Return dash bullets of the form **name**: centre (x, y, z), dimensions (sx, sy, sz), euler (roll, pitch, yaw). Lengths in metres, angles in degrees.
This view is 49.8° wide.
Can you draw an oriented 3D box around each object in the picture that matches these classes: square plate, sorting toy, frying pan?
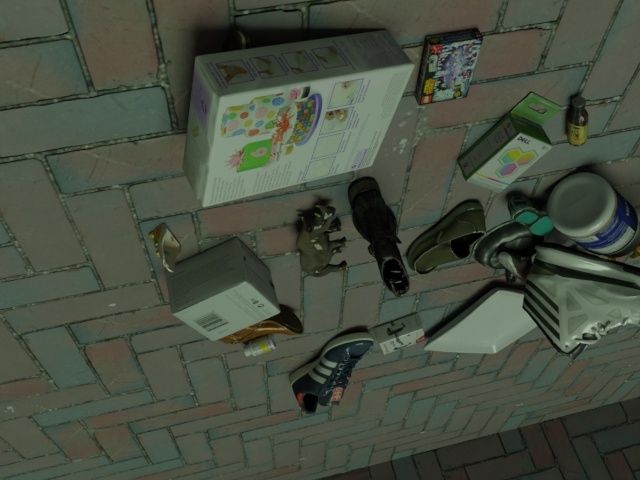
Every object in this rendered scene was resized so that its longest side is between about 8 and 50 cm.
- **square plate**: centre (0.538, 0.247, 2.132), dimensions (0.344, 0.049, 0.347), euler (9, 139, -36)
- **sorting toy**: centre (-0.308, 0.022, 1.372), dimensions (0.045, 0.075, 0.083), euler (-19, 147, 2)
- **frying pan**: centre (0.482, 0.053, 1.820), dimensions (0.197, 0.053, 0.326), euler (-8, 143, -13)

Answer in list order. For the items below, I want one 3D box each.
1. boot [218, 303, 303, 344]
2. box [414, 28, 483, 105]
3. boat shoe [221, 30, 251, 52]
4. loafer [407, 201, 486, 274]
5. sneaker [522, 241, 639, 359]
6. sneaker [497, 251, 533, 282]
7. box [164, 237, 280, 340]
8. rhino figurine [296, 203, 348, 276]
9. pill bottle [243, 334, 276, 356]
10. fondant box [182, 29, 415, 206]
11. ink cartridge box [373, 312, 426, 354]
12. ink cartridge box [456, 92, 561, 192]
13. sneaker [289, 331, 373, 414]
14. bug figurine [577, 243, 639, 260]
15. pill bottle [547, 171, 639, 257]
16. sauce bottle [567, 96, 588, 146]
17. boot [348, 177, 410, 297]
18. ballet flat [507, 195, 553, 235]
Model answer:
- **boot**: centre (-0.157, 0.223, 1.755), dimensions (0.197, 0.073, 0.152), euler (26, 128, -32)
- **box**: centre (0.218, -0.295, 1.183), dimensions (0.094, 0.027, 0.137), euler (-11, 147, -8)
- **boat shoe**: centre (-0.126, -0.259, 1.061), dimensions (0.049, 0.056, 0.152), euler (-13, 153, -27)
- **loafer**: centre (0.298, 0.013, 1.629), dimensions (0.094, 0.087, 0.251), euler (6, 141, -32)
- **sneaker**: centre (0.711, 0.183, 1.670), dimensions (0.169, 0.448, 0.257), euler (-4, 110, -68)
- **sneaker**: centre (0.501, 0.052, 1.747), dimensions (0.065, 0.061, 0.158), euler (-52, 140, 3)
- **box**: centre (-0.212, 0.111, 1.511), dimensions (0.182, 0.119, 0.181), euler (-24, 147, 10)
- **rhino figurine**: centre (0.000, 0.000, 1.487), dimensions (0.106, 0.073, 0.243), euler (-16, 146, -7)
- **pill bottle**: centre (-0.165, 0.286, 1.866), dimensions (0.083, 0.043, 0.043), euler (-20, 148, 6)
- **fondant box**: centre (-0.040, -0.194, 1.092), dimensions (0.330, 0.096, 0.238), euler (-17, 150, -27)
- **ink cartridge box**: centre (0.234, 0.276, 2.025), dimensions (0.135, 0.056, 0.099), euler (-20, 148, 4)
- **ink cartridge box**: centre (0.389, -0.191, 1.388), dimensions (0.109, 0.062, 0.209), euler (12, 137, -37)
- **sneaker**: centre (0.047, 0.402, 2.044), dimensions (0.131, 0.148, 0.350), euler (11, 138, -36)
- **bug figurine**: centre (0.756, 0.037, 1.842), dimensions (0.279, 0.072, 0.216), euler (-25, 176, 10)
- **pill bottle**: centre (0.663, -0.050, 1.645), dimensions (0.153, 0.153, 0.265), euler (-36, 144, 26)
- **sauce bottle**: centre (0.520, -0.241, 1.395), dimensions (0.042, 0.042, 0.128), euler (-22, 145, 7)
- **boot**: centre (0.131, 0.019, 1.428), dimensions (0.091, 0.229, 0.263), euler (-22, 147, 8)
- **ballet flat**: centre (0.497, -0.064, 1.631), dimensions (0.070, 0.070, 0.188), euler (-34, 148, 24)
